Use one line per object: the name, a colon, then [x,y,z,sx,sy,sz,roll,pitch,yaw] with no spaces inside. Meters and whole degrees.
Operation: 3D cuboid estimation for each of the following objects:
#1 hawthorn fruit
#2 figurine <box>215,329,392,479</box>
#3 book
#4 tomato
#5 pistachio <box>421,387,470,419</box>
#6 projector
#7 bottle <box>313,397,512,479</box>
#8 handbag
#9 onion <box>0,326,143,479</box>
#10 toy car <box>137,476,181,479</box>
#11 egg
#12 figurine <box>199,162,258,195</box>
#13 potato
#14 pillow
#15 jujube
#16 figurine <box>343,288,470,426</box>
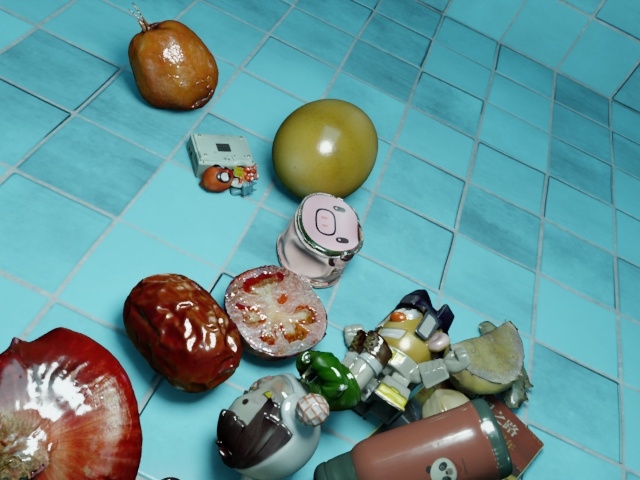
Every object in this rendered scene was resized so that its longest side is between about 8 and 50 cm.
hawthorn fruit: [-0.388,-0.463,1.812,0.211,0.299,0.211,-15,41,14]
figurine: [-0.033,0.292,1.288,0.370,0.281,0.167,-35,101,-24]
book: [0.271,0.423,1.467,0.262,0.028,0.374,43,45,19]
tomato: [-0.100,0.161,1.487,0.225,0.085,0.224,16,46,-17]
pistachio: [0.261,0.376,1.394,0.125,0.124,0.184,-5,57,-31]
projector: [-0.245,-0.211,1.790,0.147,0.061,0.115,-1,51,-27]
bottle: [0.154,0.394,1.268,0.336,0.144,0.144,-18,53,-1]
handbag: [0.000,-0.001,1.671,0.179,0.116,0.205,13,43,-17]
onion: [-0.421,0.308,1.029,0.342,0.341,0.341,14,44,-14]
toy car: [-0.181,0.473,1.090,0.248,0.204,0.198,21,68,-24]
egg: [0.018,-0.229,1.801,0.250,0.250,0.322,34,39,7]
figurine: [-0.221,-0.148,1.734,0.140,0.075,0.068,-2,51,-15]
potato: [0.363,0.273,1.571,0.243,0.098,0.138,-12,53,-40]
pillow: [0.435,0.285,1.666,0.093,0.051,0.241,11,42,-22]
jujube: [-0.257,0.170,1.346,0.250,0.174,0.174,37,42,25]
figurine: [0.159,0.232,1.472,0.309,0.143,0.308,-5,42,4]
